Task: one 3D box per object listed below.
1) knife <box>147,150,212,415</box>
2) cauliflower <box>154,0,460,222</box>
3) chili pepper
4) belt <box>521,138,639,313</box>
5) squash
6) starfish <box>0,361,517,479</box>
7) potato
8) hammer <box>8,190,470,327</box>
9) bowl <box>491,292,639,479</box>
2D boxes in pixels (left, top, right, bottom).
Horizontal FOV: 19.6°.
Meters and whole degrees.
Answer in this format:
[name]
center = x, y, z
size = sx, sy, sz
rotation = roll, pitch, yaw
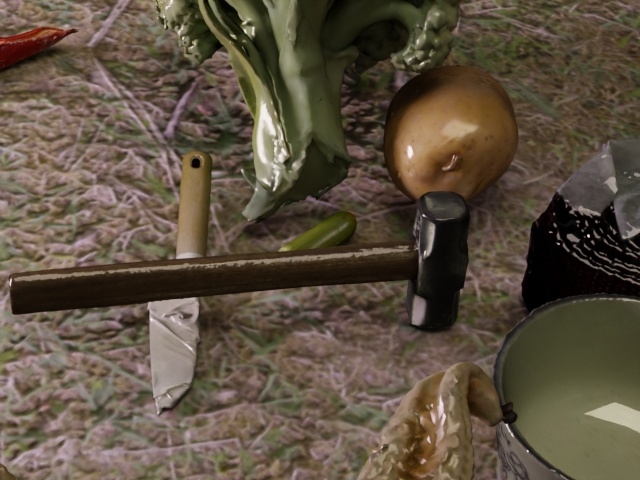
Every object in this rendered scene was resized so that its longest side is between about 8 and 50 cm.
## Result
[knife]
center = -0.116, 0.031, 1.518
size = 0.047, 0.017, 0.298
rotation = 4, 46, -5
[cauliflower]
center = 0.000, -0.190, 1.610
size = 0.260, 0.327, 0.281
rotation = -26, 86, 3
[chili pepper]
center = -0.306, -0.174, 1.707
size = 0.178, 0.027, 0.045
rotation = -18, 52, -27
[belt]
center = 0.314, 0.012, 1.502
size = 0.289, 0.164, 0.184
rotation = 7, 50, -2
[squash]
center = 0.000, 0.000, 1.563
size = 0.027, 0.027, 0.083
rotation = 34, 46, 26
[starfish]
center = -0.087, 0.238, 0.990
size = 0.324, 0.082, 0.432
rotation = 6, 60, 13
[potato]
center = 0.115, -0.093, 1.629
size = 0.109, 0.118, 0.178
rotation = 48, 21, -18
[hammer]
center = -0.062, 0.028, 1.468
size = 0.365, 0.111, 0.043
rotation = -4, 37, -10
[bowl]
center = 0.219, 0.150, 1.369
size = 0.211, 0.112, 0.211
rotation = 6, 41, -5
